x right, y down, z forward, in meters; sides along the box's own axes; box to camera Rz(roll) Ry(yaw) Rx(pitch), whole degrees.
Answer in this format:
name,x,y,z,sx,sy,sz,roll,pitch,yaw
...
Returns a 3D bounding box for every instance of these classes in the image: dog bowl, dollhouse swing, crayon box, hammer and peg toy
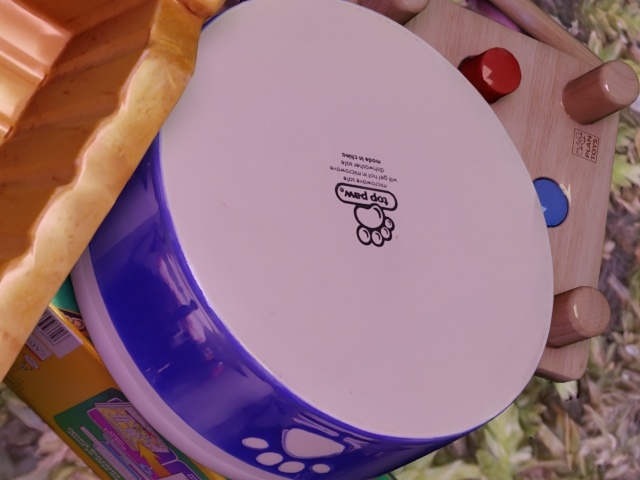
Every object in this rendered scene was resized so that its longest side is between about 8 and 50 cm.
name,x,y,z,sx,sy,sz,roll,pitch,yaw
dog bowl,0.000,0.000,0.748,0.265,0.104,0.265,17,58,-29
dollhouse swing,-0.289,-0.069,0.676,0.305,0.315,0.347,36,76,-21
crayon box,-0.086,0.106,0.819,0.278,0.165,0.081,47,61,-8
hammer and peg toy,0.117,-0.097,0.997,0.266,0.127,0.361,21,68,-20

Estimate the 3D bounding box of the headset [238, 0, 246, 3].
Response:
name,x,y,z,sx,sy,sz,roll,pitch,yaw
headset,-0.138,-0.272,0.939,0.243,0.185,0.394,14,86,-19
